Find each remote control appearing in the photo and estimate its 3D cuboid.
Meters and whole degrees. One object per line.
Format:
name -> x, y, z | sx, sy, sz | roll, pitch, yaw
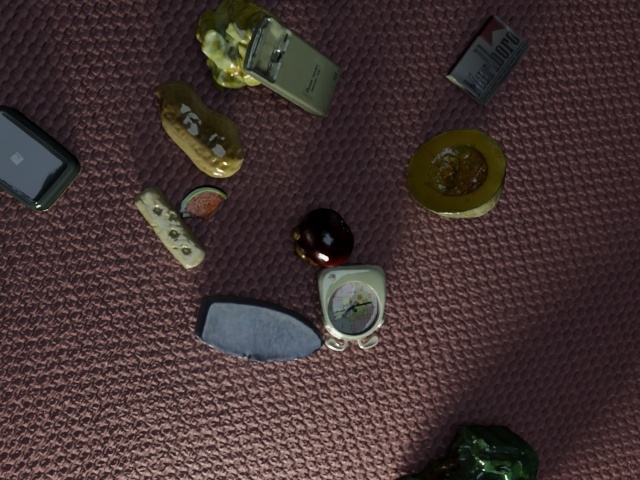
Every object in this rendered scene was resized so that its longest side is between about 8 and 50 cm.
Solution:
remote control -> -0.055, -0.348, 1.558 | 0.038, 0.285, 0.123 | 21, 93, 32

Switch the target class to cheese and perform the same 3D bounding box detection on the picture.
cheese -> -0.315, -0.026, 1.619 | 0.065, 0.043, 0.194 | -37, 102, -3

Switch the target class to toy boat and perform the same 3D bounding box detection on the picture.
toy boat -> -0.124, 0.194, 1.654 | 0.283, 0.078, 0.127 | 13, 87, -11

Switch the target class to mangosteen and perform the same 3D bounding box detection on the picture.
mangosteen -> 0.000, 0.000, 1.654 | 0.140, 0.140, 0.140 | -1, 93, -12

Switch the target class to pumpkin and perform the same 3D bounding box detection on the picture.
pumpkin -> 0.312, -0.130, 1.702 | 0.217, 0.217, 0.110 | -47, 140, -6

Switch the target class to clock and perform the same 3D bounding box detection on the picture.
clock -> 0.067, 0.146, 1.698 | 0.152, 0.062, 0.191 | -2, 94, -12

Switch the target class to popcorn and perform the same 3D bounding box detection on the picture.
popcorn -> -0.163, -0.400, 1.572 | 0.188, 0.167, 0.185 | 4, 121, 21

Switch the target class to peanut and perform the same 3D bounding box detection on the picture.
peanut -> -0.249, -0.234, 1.590 | 0.120, 0.110, 0.236 | -37, 93, 14

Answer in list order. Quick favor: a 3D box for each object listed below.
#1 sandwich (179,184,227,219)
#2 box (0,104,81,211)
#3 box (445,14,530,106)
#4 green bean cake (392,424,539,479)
sandwich -> -0.254, -0.080, 1.637 | 0.069, 0.026, 0.101 | 41, 88, -15
box -> -0.592, -0.163, 1.527 | 0.201, 0.090, 0.144 | 41, 84, -11
box -> 0.378, -0.405, 1.744 | 0.115, 0.036, 0.177 | 38, 86, -11
green bean cake -> 0.316, 0.573, 1.724 | 0.308, 0.169, 0.300 | 5, 93, -11
